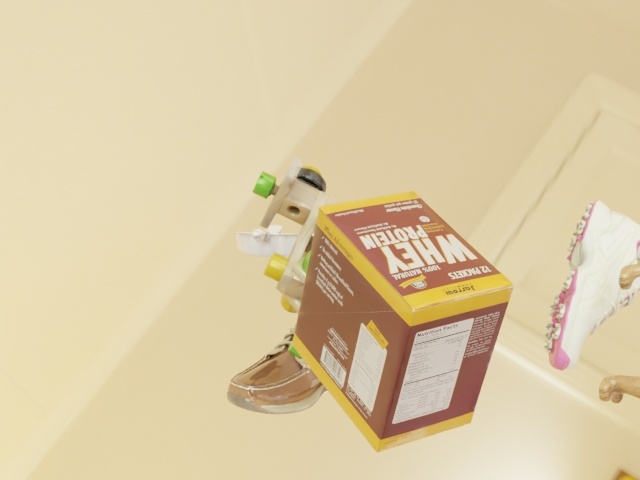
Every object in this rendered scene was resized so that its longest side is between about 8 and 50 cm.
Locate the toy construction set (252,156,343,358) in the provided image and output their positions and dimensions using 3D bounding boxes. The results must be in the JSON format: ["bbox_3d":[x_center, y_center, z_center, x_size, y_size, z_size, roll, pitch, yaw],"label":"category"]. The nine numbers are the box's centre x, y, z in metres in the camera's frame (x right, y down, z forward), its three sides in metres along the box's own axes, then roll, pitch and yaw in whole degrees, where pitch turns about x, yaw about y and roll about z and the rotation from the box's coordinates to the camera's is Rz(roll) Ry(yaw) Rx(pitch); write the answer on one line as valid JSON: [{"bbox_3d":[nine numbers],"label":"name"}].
[{"bbox_3d":[0.000,0.000,1.461,0.257,0.237,0.309,-57,4,-15],"label":"toy construction set"}]

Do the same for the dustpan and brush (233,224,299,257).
[{"bbox_3d":[-0.087,-0.003,1.809,0.211,0.147,0.060,-49,-39,-77],"label":"dustpan and brush"}]

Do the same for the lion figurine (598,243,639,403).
[{"bbox_3d":[0.529,0.140,1.483,0.142,0.240,0.392,29,-111,-60],"label":"lion figurine"}]

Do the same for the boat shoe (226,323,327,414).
[{"bbox_3d":[-0.031,0.187,1.714,0.324,0.123,0.116,-16,-66,-54],"label":"boat shoe"}]

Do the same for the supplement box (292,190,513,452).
[{"bbox_3d":[0.082,0.083,1.174,0.129,0.191,0.194,-11,-51,-30],"label":"supplement box"}]

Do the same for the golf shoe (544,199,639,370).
[{"bbox_3d":[0.457,0.081,1.749,0.115,0.140,0.306,101,-169,-67],"label":"golf shoe"}]
